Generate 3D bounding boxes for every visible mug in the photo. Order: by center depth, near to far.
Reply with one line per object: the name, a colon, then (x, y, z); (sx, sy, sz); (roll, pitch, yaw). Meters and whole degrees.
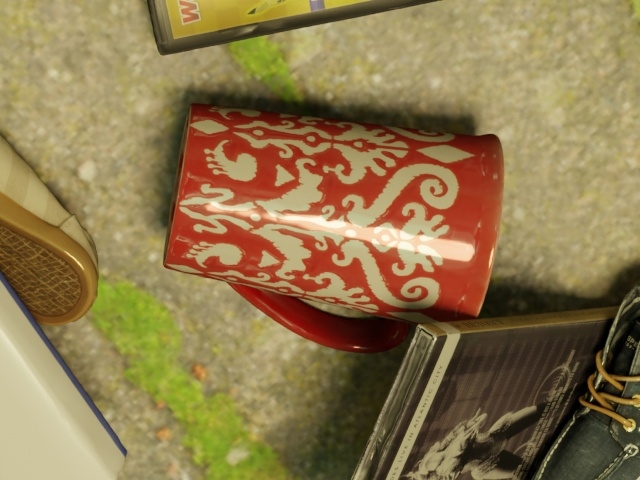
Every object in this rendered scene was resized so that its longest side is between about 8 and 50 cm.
mug: (0.001, 0.001, 1.087); (0.169, 0.113, 0.150); (10, 108, -7)

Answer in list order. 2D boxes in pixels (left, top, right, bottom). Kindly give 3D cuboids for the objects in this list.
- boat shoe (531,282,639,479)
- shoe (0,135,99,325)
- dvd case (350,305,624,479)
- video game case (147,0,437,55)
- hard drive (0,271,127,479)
boat shoe: (0.173, 0.087, 1.133); (0.183, 0.065, 0.083); (-44, 133, -18)
shoe: (-0.209, -0.036, 1.079); (0.219, 0.058, 0.076); (39, 122, -15)
dvd case: (0.090, 0.115, 1.114); (0.221, 0.018, 0.164); (-2, 120, -53)
video game case: (0.010, -0.251, 1.028); (0.248, 0.035, 0.275); (-12, 113, -3)
hard drive: (-0.276, 0.036, 1.072); (0.210, 0.040, 0.319); (-23, 113, 22)
